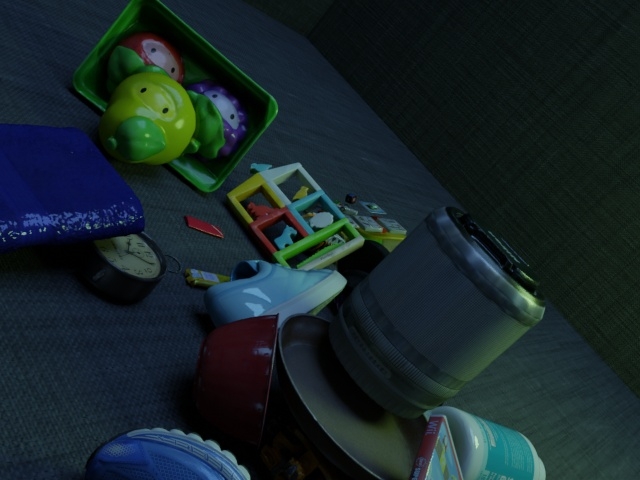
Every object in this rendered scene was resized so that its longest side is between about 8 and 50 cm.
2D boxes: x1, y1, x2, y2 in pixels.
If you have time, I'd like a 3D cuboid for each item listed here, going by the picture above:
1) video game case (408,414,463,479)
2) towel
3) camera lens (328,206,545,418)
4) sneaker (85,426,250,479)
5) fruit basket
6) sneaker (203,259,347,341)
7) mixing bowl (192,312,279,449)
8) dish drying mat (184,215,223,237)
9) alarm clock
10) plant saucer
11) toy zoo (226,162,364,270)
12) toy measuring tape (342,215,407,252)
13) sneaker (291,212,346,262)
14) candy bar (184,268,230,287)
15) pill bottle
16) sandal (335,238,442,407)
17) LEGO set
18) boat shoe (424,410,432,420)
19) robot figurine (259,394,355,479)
[{"bbox_3d":[0.135,0.385,0.845,0.285,0.025,0.204,-53,130,-55],"label":"video game case"},{"bbox_3d":[-0.410,-0.065,0.913,0.228,0.076,0.308,48,33,22],"label":"towel"},{"bbox_3d":[0.174,0.103,1.035,0.219,0.274,0.219,39,17,-15],"label":"camera lens"},{"bbox_3d":[-0.108,0.317,0.680,0.330,0.130,0.147,36,26,10],"label":"sneaker"},{"bbox_3d":[-0.301,-0.277,1.378,0.392,0.283,0.392,39,3,-2],"label":"fruit basket"},{"bbox_3d":[-0.071,0.081,1.213,0.150,0.135,0.366,51,21,8],"label":"sneaker"},{"bbox_3d":[-0.116,0.182,0.931,0.098,0.181,0.181,8,26,-2],"label":"mixing bowl"},{"bbox_3d":[-0.224,-0.026,1.333,0.083,0.008,0.032,23,29,-42],"label":"dish drying mat"},{"bbox_3d":[-0.283,0.031,1.032,0.192,0.064,0.129,7,39,-52],"label":"alarm clock"},{"bbox_3d":[0.047,0.235,0.986,0.310,0.050,0.310,39,19,-16],"label":"plant saucer"},{"bbox_3d":[-0.068,-0.058,1.480,0.192,0.030,0.293,-28,64,-26],"label":"toy zoo"},{"bbox_3d":[0.198,0.002,1.788,0.330,0.121,0.121,5,31,-9],"label":"toy measuring tape"},{"bbox_3d":[0.000,0.000,1.586,0.215,0.084,0.083,16,38,-52],"label":"sneaker"},{"bbox_3d":[-0.171,0.076,1.211,0.161,0.018,0.040,17,31,-48],"label":"candy bar"},{"bbox_3d":[0.287,0.392,1.226,0.264,0.146,0.146,26,26,-35],"label":"pill bottle"},{"bbox_3d":[0.114,0.151,1.394,0.107,0.168,0.446,7,37,-30],"label":"sandal"},{"bbox_3d":[0.079,-0.060,1.733,0.182,0.060,0.244,5,23,-25],"label":"LEGO set"},{"bbox_3d":[0.106,0.262,1.224,0.109,0.094,0.302,24,25,-32],"label":"boat shoe"},{"bbox_3d":[0.026,0.313,0.986,0.211,0.085,0.291,52,19,25],"label":"robot figurine"}]
